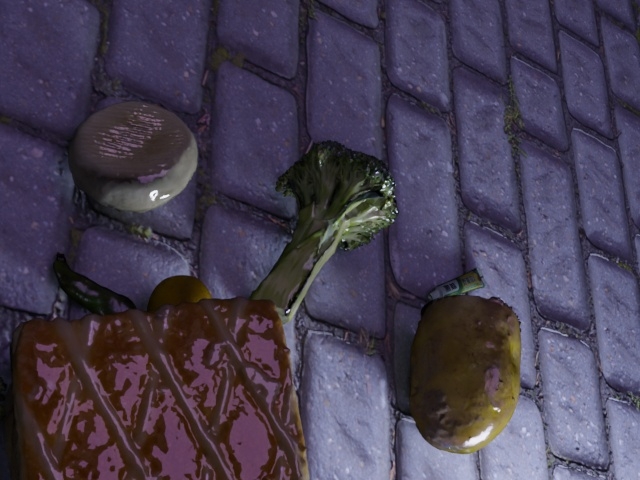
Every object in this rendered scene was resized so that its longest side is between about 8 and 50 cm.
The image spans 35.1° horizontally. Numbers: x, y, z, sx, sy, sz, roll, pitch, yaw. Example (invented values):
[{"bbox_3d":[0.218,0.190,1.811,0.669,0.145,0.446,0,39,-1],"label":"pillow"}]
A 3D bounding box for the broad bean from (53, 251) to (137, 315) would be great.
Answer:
[{"bbox_3d":[-0.341,0.093,1.571,0.195,0.046,0.061,42,30,-14],"label":"broad bean"}]

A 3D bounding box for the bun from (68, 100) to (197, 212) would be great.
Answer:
[{"bbox_3d":[-0.310,-0.125,1.670,0.223,0.127,0.222,7,50,-8],"label":"bun"}]

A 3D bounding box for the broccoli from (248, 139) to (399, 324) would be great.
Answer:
[{"bbox_3d":[-0.012,0.000,1.849,0.221,0.252,0.361,40,81,-14],"label":"broccoli"}]

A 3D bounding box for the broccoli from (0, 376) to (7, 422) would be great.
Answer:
[{"bbox_3d":[-0.510,0.146,1.249,0.235,0.288,0.260,19,18,-35],"label":"broccoli"}]

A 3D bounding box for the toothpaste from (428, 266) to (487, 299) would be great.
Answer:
[{"bbox_3d":[0.290,0.097,2.145,0.204,0.031,0.049,-15,79,-48],"label":"toothpaste"}]

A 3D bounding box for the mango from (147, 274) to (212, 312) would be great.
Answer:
[{"bbox_3d":[-0.215,0.152,1.605,0.137,0.098,0.195,21,62,-71],"label":"mango"}]

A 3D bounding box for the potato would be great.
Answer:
[{"bbox_3d":[0.268,0.270,1.905,0.229,0.229,0.266,35,45,-23],"label":"potato"}]

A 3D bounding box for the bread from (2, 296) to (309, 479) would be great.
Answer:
[{"bbox_3d":[-0.226,0.286,1.349,0.371,0.279,0.389,-6,73,-19],"label":"bread"}]
